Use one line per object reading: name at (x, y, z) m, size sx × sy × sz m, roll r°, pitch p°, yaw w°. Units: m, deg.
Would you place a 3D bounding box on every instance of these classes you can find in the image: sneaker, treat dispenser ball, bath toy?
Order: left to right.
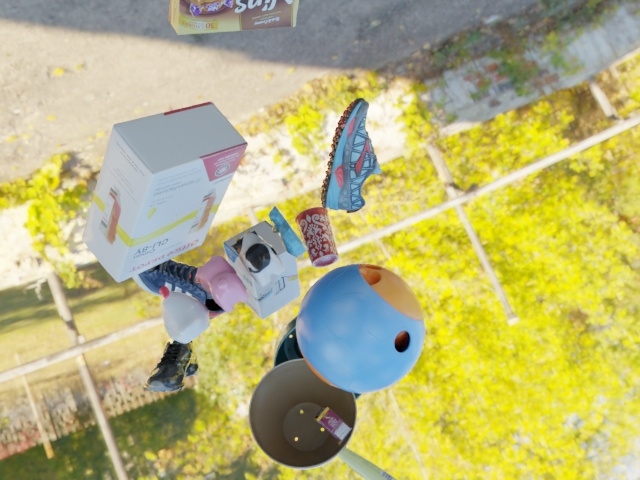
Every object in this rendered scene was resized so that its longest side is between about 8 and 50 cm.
sneaker at (-0.371, 0.302, 1.772) m, size 0.101 × 0.106 × 0.267 m, roll 0°, pitch -175°, yaw 3°
sneaker at (-0.371, 0.106, 1.976) m, size 0.148 × 0.131 × 0.350 m, roll -15°, pitch 143°, yaw 29°
bath toy at (-0.199, 0.074, 1.534) m, size 0.348 × 0.129 × 0.151 m, roll -38°, pitch -173°, yaw -10°
sneaker at (0.083, -0.191, 1.641) m, size 0.125 × 0.262 × 0.104 m, roll 13°, pitch -171°, yaw -10°
treat dispenser ball at (0.089, 0.194, 1.598) m, size 0.288 × 0.288 × 0.288 m, roll -22°, pitch 171°, yaw -4°

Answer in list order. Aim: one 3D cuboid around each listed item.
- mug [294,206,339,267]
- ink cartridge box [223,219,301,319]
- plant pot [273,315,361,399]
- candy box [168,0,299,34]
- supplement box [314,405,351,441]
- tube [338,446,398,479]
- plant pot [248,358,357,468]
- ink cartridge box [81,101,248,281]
mug at (0.006, -0.005, 2.311) m, size 0.113 × 0.169 × 0.150 m, roll -33°, pitch 151°, yaw 31°
ink cartridge box at (-0.183, 0.095, 2.302) m, size 0.168 × 0.171 × 0.233 m, roll -30°, pitch 138°, yaw -25°
plant pot at (-0.011, 0.344, 2.171) m, size 0.292 × 0.293 × 0.235 m, roll -21°, pitch -168°, yaw -7°
candy box at (-0.120, -0.359, 1.024) m, size 0.186 × 0.053 × 0.109 m, roll -11°, pitch 137°, yaw -25°
supplement box at (0.030, 0.456, 1.785) m, size 0.043 × 0.083 × 0.055 m, roll -48°, pitch 179°, yaw -15°
tube at (0.124, 0.689, 2.191) m, size 0.062 × 0.240 × 0.070 m, roll -47°, pitch 166°, yaw -40°
plant pot at (-0.042, 0.485, 1.936) m, size 0.283 × 0.284 × 0.191 m, roll -21°, pitch 154°, yaw -8°
ink cartridge box at (-0.371, -0.111, 1.685) m, size 0.279 × 0.160 × 0.385 m, roll -27°, pitch 159°, yaw -43°
